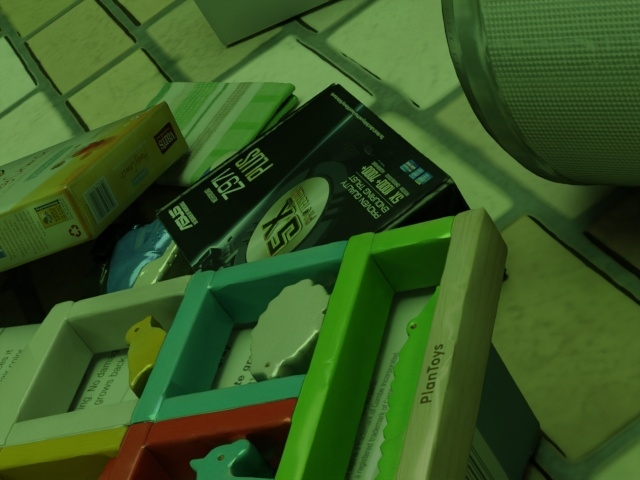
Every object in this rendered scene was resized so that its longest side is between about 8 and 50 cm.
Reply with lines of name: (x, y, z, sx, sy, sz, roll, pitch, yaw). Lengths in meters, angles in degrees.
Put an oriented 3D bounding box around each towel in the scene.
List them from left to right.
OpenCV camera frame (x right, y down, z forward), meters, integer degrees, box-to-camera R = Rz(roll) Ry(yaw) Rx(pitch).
towel: (-0.098, -0.081, 1.087, 0.152, 0.023, 0.113, 7, 52, 43)

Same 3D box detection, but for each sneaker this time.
sneaker: (-0.107, -0.006, 0.955, 0.085, 0.058, 0.152, 9, 58, 36)

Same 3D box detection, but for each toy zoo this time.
toy zoo: (-0.068, 0.088, 0.613, 0.293, 0.030, 0.192, -13, 38, 28)

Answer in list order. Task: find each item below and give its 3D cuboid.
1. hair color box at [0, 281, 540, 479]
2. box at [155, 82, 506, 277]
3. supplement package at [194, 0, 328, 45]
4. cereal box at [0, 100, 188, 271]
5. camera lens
hair color box: (-0.097, 0.139, 0.705, 0.374, 0.113, 0.185, -7, 41, 34)
box: (0.000, 0.000, 0.836, 0.147, 0.077, 0.180, -36, 32, -3)
supplement package: (-0.033, -0.348, 1.211, 0.199, 0.198, 0.262, -20, 35, 22)
cereal box: (-0.234, -0.020, 1.023, 0.240, 0.047, 0.173, -18, 19, 24)
camera lens: (0.215, -0.133, 0.690, 0.274, 0.219, 0.219, 5, 49, 45)
